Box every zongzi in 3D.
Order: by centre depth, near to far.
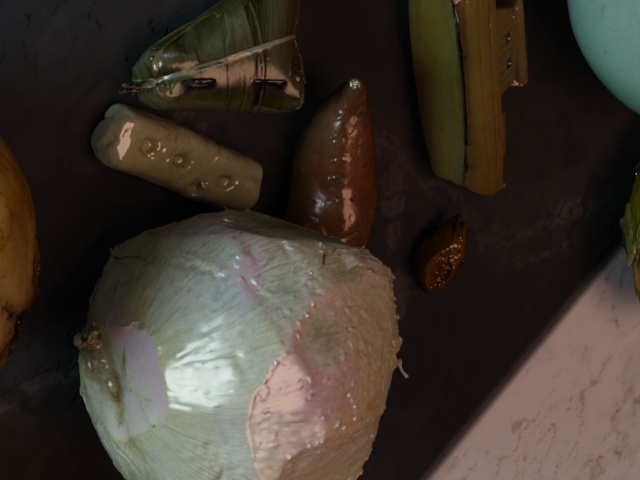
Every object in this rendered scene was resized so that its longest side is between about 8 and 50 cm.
[{"bbox_3d":[-0.106,-0.207,1.606,0.189,0.081,0.178,0,90,-26],"label":"zongzi"}]

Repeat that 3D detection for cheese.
[{"bbox_3d":[-0.132,-0.077,1.654,0.194,0.043,0.065,21,93,-43],"label":"cheese"}]

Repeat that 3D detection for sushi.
[{"bbox_3d":[0.130,0.015,1.922,0.050,0.047,0.099,23,113,-33],"label":"sushi"}]

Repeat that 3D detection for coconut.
[{"bbox_3d":[-0.086,0.117,1.621,0.254,0.297,0.297,-1,112,-53],"label":"coconut"}]

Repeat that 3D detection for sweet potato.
[{"bbox_3d":[0.003,-0.008,1.769,0.106,0.095,0.355,-67,172,-71],"label":"sweet potato"}]

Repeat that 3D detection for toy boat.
[{"bbox_3d":[0.157,-0.188,1.811,0.121,0.089,0.321,-38,132,-35],"label":"toy boat"}]

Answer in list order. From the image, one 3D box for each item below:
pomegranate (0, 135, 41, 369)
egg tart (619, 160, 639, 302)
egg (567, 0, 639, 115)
[{"bbox_3d":[-0.342,0.009,1.390,0.260,0.260,0.260,-19,123,-32],"label":"pomegranate"},{"bbox_3d":[0.468,-0.034,2.133,0.315,0.120,0.315,-21,125,-33],"label":"egg tart"},{"bbox_3d":[0.426,-0.247,1.874,0.389,0.276,0.276,17,100,-42],"label":"egg"}]
